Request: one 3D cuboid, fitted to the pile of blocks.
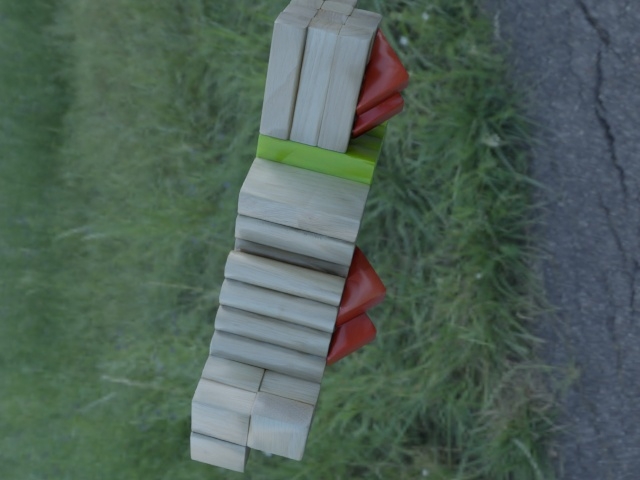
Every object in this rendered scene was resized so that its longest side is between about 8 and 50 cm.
[{"bbox_3d":[0.000,0.000,0.636,0.149,0.113,0.362,-55,-21,-79],"label":"pile of blocks"}]
